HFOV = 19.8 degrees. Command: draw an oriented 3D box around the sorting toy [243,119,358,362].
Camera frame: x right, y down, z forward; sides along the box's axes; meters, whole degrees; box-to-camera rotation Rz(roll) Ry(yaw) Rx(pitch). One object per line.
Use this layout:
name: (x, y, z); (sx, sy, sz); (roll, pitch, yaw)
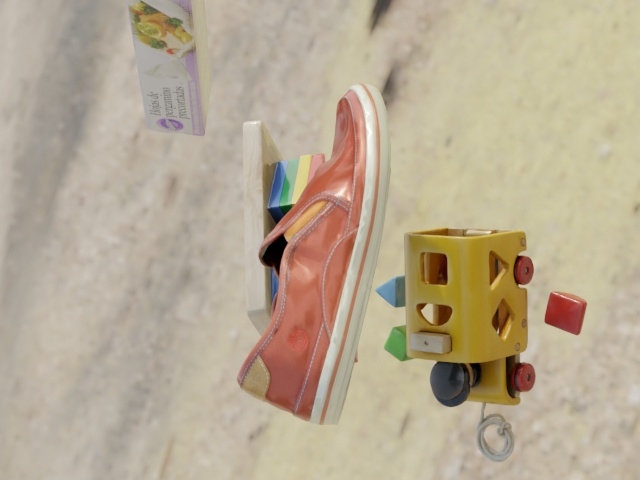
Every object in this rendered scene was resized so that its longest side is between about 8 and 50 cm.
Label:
sorting toy: (-0.016, 0.019, 2.217); (0.257, 0.089, 0.255); (61, -156, -60)

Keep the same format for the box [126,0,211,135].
box: (-0.144, -0.199, 1.759); (0.324, 0.063, 0.067); (92, -175, -69)

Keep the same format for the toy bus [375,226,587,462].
toy bus: (0.127, 0.081, 1.664); (0.202, 0.104, 0.191); (52, 123, 23)

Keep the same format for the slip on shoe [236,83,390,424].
slip on shoe: (0.000, 0.000, 1.589); (0.123, 0.101, 0.331); (101, -179, -62)
